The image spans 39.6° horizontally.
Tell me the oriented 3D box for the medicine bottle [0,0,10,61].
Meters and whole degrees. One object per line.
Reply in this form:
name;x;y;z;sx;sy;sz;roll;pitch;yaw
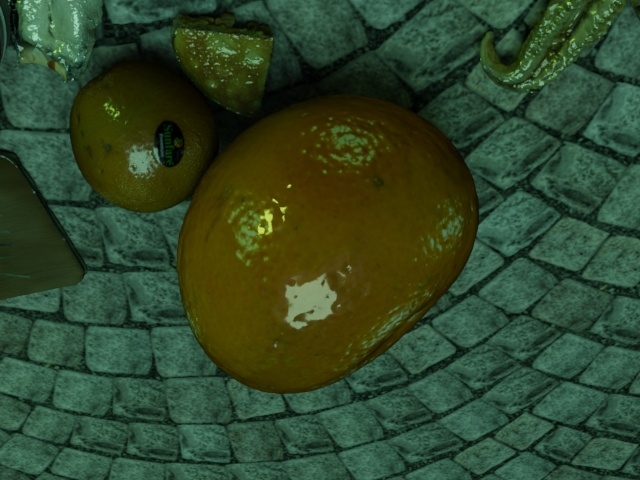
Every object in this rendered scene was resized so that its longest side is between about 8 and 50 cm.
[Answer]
medicine bottle;-0.518;-0.223;1.047;0.252;0.241;0.252;-2;132;-2

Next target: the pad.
pad;-0.550;-0.007;1.391;0.286;0.018;0.284;-12;132;8

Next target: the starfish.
starfish;0.309;-0.372;1.046;0.324;0.082;0.432;-7;137;9

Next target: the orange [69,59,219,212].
orange;-0.233;-0.136;1.172;0.206;0.206;0.206;-1;132;-1

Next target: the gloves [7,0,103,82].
gloves;-0.333;-0.283;1.114;0.114;0.070;0.153;17;123;-7

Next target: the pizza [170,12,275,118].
pizza;-0.114;-0.240;1.177;0.134;0.046;0.175;-19;130;16

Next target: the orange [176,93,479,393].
orange;0.000;0.000;1.179;0.326;0.424;0.424;49;124;12
